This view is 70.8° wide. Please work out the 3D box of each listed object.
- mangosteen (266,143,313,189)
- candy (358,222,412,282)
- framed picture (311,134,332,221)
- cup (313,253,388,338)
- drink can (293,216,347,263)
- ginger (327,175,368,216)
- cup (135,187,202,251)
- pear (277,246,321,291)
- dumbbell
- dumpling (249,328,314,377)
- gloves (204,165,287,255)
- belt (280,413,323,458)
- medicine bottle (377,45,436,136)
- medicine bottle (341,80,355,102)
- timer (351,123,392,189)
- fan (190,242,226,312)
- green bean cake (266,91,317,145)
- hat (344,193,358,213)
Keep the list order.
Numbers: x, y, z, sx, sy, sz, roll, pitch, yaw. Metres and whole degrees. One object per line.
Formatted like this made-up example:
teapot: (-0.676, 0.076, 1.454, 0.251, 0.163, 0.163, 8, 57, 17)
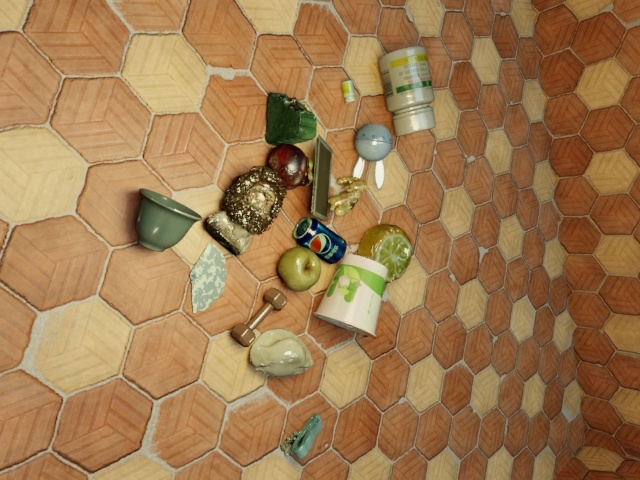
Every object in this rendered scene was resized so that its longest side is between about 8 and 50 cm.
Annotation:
mangosteen: (-0.102, -0.260, 1.618, 0.180, 0.166, 0.166, 5, 87, -31)
candy: (0.278, 0.056, 1.926, 0.260, 0.118, 0.259, -2, 94, -35)
framed picture: (0.007, -0.227, 1.706, 0.231, 0.018, 0.293, 15, 79, -76)
cup: (0.134, 0.210, 1.734, 0.253, 0.253, 0.274, 31, 73, -32)
drink can: (0.000, 0.000, 1.722, 0.205, 0.118, 0.118, 35, 70, -30)
ginger: (0.109, -0.189, 1.778, 0.176, 0.193, 0.052, -18, 144, 1)
cup: (-0.478, -0.047, 1.353, 0.199, 0.199, 0.150, 25, 94, -34)
pear: (-0.079, 0.102, 1.654, 0.167, 0.137, 0.167, 3, 85, -37)
dumbbell: (-0.214, 0.268, 1.588, 0.231, 0.082, 0.092, -47, 117, -26)
dumpling: (-0.137, 0.400, 1.634, 0.247, 0.142, 0.172, 11, 49, -29)
gloves: (-0.247, -0.112, 1.525, 0.312, 0.135, 0.210, -45, 95, -4)
belt: (-0.060, 0.742, 1.718, 0.179, 0.100, 0.065, -43, 114, -45)
medicine bottle: (0.380, -0.635, 1.939, 0.208, 0.208, 0.339, -21, 102, -34)
medicine bottle: (0.115, -0.609, 1.844, 0.047, 0.047, 0.083, -17, 100, -35)
timer: (0.214, -0.362, 1.877, 0.175, 0.175, 0.255, -20, 130, -34)
fan: (-0.378, 0.129, 1.512, 0.131, 0.009, 0.240, 17, 80, -35)
green bean cake: (-0.099, -0.439, 1.594, 0.107, 0.208, 0.193, 3, 90, -39)
hat: (0.105, -0.149, 1.825, 0.059, 0.076, 0.077, 38, 62, -9)
